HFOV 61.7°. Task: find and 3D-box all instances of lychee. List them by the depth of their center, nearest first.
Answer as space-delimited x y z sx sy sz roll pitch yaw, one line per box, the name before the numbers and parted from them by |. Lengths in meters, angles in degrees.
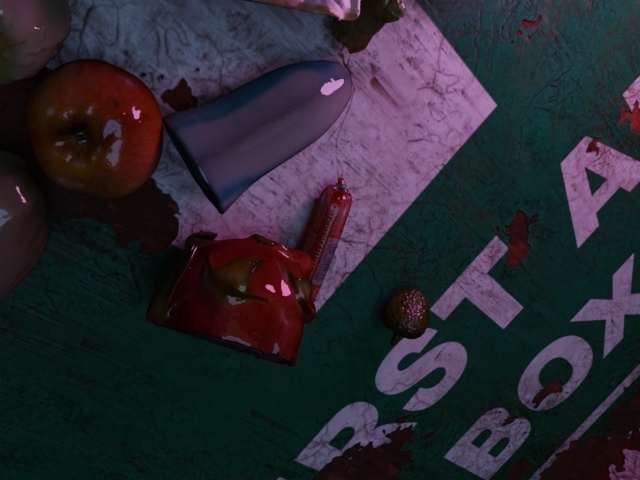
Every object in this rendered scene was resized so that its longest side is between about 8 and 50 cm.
lychee | 0.201 0.180 1.259 0.114 0.114 0.146 36 77 -32

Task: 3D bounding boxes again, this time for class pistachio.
pistachio | -0.535 -0.010 0.821 0.197 0.166 0.288 30 100 -42

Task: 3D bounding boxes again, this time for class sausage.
sausage | 0.000 0.000 1.110 0.074 0.074 0.273 12 109 -27

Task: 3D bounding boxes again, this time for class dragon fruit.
dragon fruit | -0.147 0.089 0.992 0.306 0.306 0.225 27 73 -31

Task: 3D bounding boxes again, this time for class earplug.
earplug | -0.083 -0.203 0.927 0.324 0.185 0.184 -32 122 -12

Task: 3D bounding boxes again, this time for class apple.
apple | -0.343 -0.165 0.822 0.210 0.164 0.209 -2 114 -4

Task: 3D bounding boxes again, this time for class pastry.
pastry | -0.452 -0.313 0.677 0.265 0.265 0.133 46 48 -33

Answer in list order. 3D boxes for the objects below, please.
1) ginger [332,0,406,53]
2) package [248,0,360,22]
ginger | 0.138 -0.469 0.833 0.166 0.236 0.375 -38 141 -39
package | -0.111 -0.430 0.774 0.312 0.165 0.221 -6 98 -34
